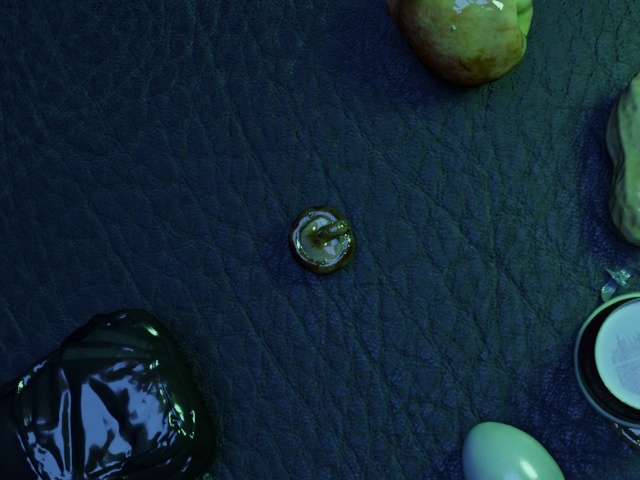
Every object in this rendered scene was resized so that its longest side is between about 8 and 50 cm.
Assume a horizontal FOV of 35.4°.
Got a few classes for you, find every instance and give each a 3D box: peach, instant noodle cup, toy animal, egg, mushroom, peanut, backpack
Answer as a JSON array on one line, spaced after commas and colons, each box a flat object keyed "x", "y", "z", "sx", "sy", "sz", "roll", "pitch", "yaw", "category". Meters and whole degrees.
[{"x": 0.239, "y": -0.393, "z": 1.762, "sx": 0.256, "sy": 0.232, "sz": 0.233, "roll": 8, "pitch": 83, "yaw": 20, "category": "peach"}, {"x": 0.529, "y": 0.189, "z": 1.625, "sx": 0.234, "sy": 0.178, "sz": 0.235, "roll": -2, "pitch": 79, "yaw": 13, "category": "instant noodle cup"}, {"x": 0.512, "y": 0.065, "z": 1.744, "sx": 0.084, "sy": 0.028, "sz": 0.050, "roll": -39, "pitch": 86, "yaw": 2, "category": "toy animal"}, {"x": 0.319, "y": 0.397, "z": 1.669, "sx": 0.151, "sy": 0.151, "sz": 0.209, "roll": -37, "pitch": 70, "yaw": 3, "category": "egg"}, {"x": 0.000, "y": 0.000, "z": 1.809, "sx": 0.127, "sy": 0.087, "sz": 0.127, "roll": -1, "pitch": 78, "yaw": 7, "category": "mushroom"}, {"x": 0.561, "y": -0.144, "z": 1.710, "sx": 0.152, "sy": 0.152, "sz": 0.313, "roll": 2, "pitch": 88, "yaw": 10, "category": "peanut"}, {"x": -0.418, "y": 0.340, "z": 1.751, "sx": 0.445, "sy": 0.255, "sz": 0.363, "roll": -26, "pitch": 73, "yaw": -1, "category": "backpack"}]

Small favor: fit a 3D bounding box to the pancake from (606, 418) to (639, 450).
[{"x": 0.583, "y": 0.275, "z": 1.707, "sx": 0.199, "sy": 0.021, "sz": 0.199, "roll": -1, "pitch": 83, "yaw": 10, "category": "pancake"}]

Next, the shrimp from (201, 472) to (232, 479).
[{"x": -0.134, "y": 0.465, "z": 1.789, "sx": 0.174, "sy": 0.082, "sz": 0.076, "roll": 15, "pitch": 129, "yaw": 18, "category": "shrimp"}]
